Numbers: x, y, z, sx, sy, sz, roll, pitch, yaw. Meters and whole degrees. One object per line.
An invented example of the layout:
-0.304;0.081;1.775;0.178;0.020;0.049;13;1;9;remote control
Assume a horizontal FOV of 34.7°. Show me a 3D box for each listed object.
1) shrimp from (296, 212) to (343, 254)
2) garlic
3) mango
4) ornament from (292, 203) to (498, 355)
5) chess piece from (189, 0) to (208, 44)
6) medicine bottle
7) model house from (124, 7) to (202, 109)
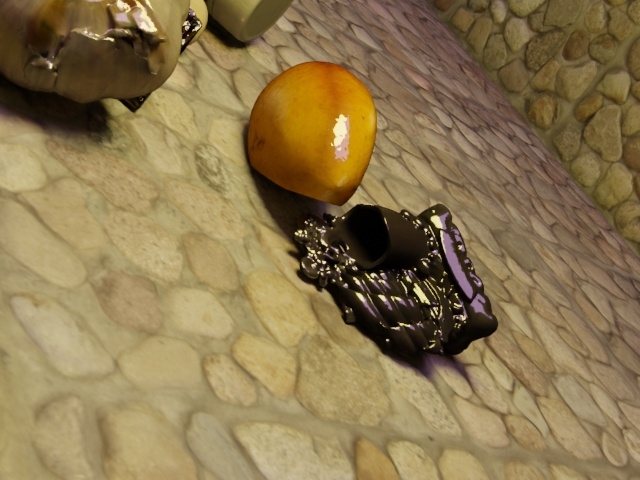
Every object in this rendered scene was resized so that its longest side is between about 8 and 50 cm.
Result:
0.000;0.000;1.489;0.059;0.023;0.108;1;44;-43;shrimp
-0.308;-0.322;1.291;0.322;0.241;0.322;26;51;-37;garlic
-0.011;-0.158;1.549;0.201;0.199;0.350;-6;24;-4;mango
0.096;0.056;1.435;0.260;0.106;0.251;-4;62;-42;ornament
-0.295;-0.400;1.640;0.261;0.143;0.143;33;23;-36;chess piece
-0.209;-0.544;1.906;0.339;0.208;0.208;43;23;5;medicine bottle
-0.258;-0.296;1.464;0.165;0.152;0.106;43;17;3;model house
